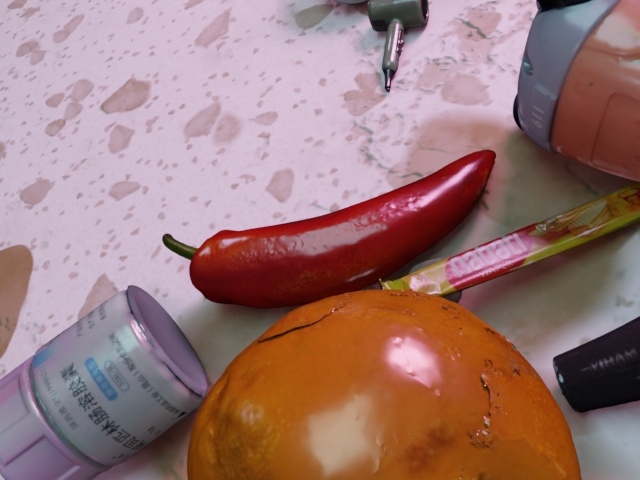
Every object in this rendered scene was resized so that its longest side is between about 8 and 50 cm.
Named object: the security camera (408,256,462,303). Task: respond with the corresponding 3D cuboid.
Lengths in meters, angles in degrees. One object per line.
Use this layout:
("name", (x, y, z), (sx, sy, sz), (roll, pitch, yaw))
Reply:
("security camera", (0.104, 0.056, 0.570), (0.058, 0.058, 0.092), (-3, 44, 23))

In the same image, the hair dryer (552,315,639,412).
("hair dryer", (0.292, 0.142, 0.394), (0.236, 0.091, 0.271), (-28, 56, 25))

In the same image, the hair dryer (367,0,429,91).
("hair dryer", (0.092, -0.247, 0.801), (0.071, 0.047, 0.150), (-1, 67, 26))

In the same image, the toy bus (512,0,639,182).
("toy bus", (0.313, -0.181, 0.551), (0.288, 0.194, 0.232), (-44, 60, -13))

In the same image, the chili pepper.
("chili pepper", (0.005, 0.003, 0.637), (0.369, 0.091, 0.137), (-12, 33, 8))

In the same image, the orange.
("orange", (0.041, 0.147, 0.405), (0.240, 0.240, 0.240), (-12, 52, 16))

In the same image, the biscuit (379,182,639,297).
("biscuit", (0.188, 0.003, 0.551), (0.292, 0.026, 0.048), (-21, 52, -8))

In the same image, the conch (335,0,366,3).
("conch", (0.078, -0.424, 0.893), (0.185, 0.121, 0.221), (30, 65, 6))

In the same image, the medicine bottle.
("medicine bottle", (-0.206, 0.141, 0.590), (0.168, 0.135, 0.135), (-35, 50, -2))
